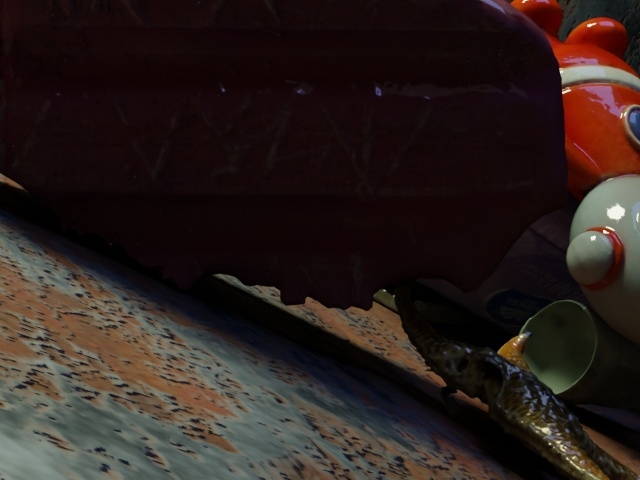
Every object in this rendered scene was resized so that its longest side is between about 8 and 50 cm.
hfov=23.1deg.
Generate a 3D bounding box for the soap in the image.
[{"bbox_3d":[-0.021,-0.079,0.873,0.325,0.220,0.127,3,16,-5],"label":"soap"}]

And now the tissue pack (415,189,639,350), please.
[{"bbox_3d":[0.177,-0.041,1.315,0.338,0.160,0.242,30,40,-31],"label":"tissue pack"}]

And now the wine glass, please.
[{"bbox_3d":[0.219,0.102,1.149,0.155,0.073,0.073,27,5,-37],"label":"wine glass"}]

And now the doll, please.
[{"bbox_3d":[0.224,-0.034,1.123,0.200,0.105,0.336,13,49,-37],"label":"doll"}]

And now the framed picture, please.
[{"bbox_3d":[0.000,0.000,1.311,0.281,0.019,0.209,29,7,25],"label":"framed picture"}]

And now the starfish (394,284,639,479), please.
[{"bbox_3d":[0.130,0.103,0.869,0.138,0.050,0.247,23,14,-37],"label":"starfish"}]
